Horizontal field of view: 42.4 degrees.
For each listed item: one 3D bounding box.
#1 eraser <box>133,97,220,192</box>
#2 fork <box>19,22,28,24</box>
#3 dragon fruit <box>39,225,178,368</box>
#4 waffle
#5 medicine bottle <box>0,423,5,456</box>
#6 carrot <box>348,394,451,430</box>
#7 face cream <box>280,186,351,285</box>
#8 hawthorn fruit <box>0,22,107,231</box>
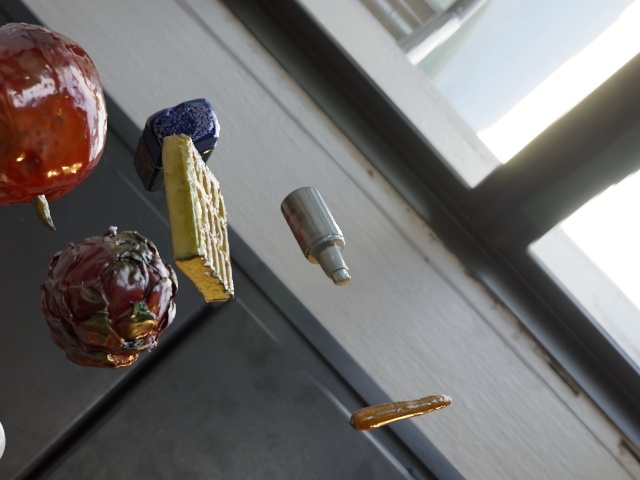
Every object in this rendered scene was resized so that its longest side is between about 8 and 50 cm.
[{"bbox_3d":[-0.313,-0.202,1.792,0.155,0.102,0.332,-23,177,-20],"label":"eraser"},{"bbox_3d":[-0.473,-0.314,1.254,0.219,0.034,0.028,-99,-163,-73],"label":"fork"},{"bbox_3d":[-0.493,0.140,1.923,0.329,0.329,0.329,-43,-178,2],"label":"dragon fruit"},{"bbox_3d":[-0.206,-0.032,1.398,0.055,0.221,0.248,-11,159,4],"label":"waffle"},{"bbox_3d":[-0.722,0.422,1.509,0.170,0.170,0.293,-42,-174,18],"label":"medicine bottle"},{"bbox_3d":[0.163,0.338,1.637,0.248,0.043,0.043,-5,160,-32],"label":"carrot"},{"bbox_3d":[0.000,0.000,1.870,0.101,0.252,0.101,-20,149,-13],"label":"face cream"},{"bbox_3d":[-0.288,-0.103,0.784,0.179,0.200,0.179,-17,-174,2],"label":"hawthorn fruit"}]
